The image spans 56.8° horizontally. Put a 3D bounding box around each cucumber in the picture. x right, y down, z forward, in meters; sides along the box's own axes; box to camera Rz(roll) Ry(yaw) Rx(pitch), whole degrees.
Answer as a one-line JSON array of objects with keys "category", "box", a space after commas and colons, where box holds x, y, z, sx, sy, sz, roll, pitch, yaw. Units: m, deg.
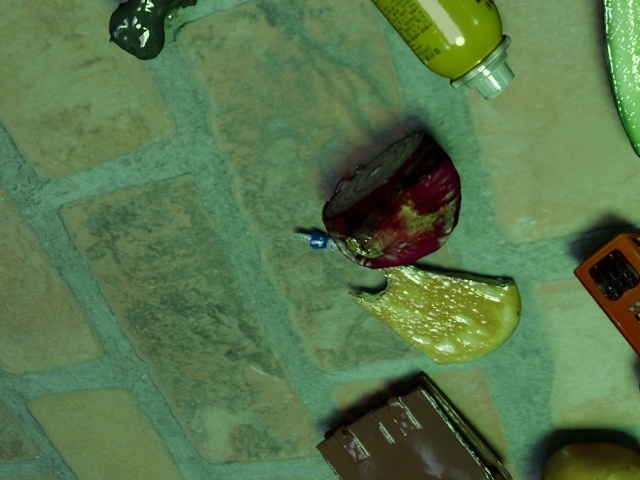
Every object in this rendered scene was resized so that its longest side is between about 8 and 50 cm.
[{"category": "cucumber", "box": [0.379, -0.205, 0.676, 0.115, 0.063, 0.244, -9, 116, 14]}]

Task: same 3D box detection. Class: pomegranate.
[{"category": "pomegranate", "box": [0.447, 0.418, 0.924, 0.208, 0.209, 0.209, 7, 120, 12]}]

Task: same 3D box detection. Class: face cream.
[{"category": "face cream", "box": [0.100, -0.305, 0.673, 0.105, 0.105, 0.349, -36, 104, 29]}]

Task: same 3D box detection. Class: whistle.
[{"category": "whistle", "box": [0.000, 0.000, 0.914, 0.083, 0.029, 0.033, 12, 153, 4]}]

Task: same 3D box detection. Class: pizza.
[{"category": "pizza", "box": [0.172, 0.109, 0.924, 0.261, 0.034, 0.181, 17, 121, 5]}]

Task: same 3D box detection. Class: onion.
[{"category": "onion", "box": [0.091, -0.026, 0.764, 0.195, 0.218, 0.140, -25, 110, 27]}]

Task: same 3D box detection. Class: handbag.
[{"category": "handbag", "box": [0.163, 0.396, 1.028, 0.260, 0.084, 0.276, -41, 87, 28]}]

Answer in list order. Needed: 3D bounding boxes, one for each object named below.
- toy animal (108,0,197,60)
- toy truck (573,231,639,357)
[{"category": "toy animal", "box": [-0.158, -0.377, 0.674, 0.106, 0.168, 0.343, 27, 136, -2]}, {"category": "toy truck", "box": [0.439, 0.111, 0.739, 0.107, 0.114, 0.253, -48, 53, 30]}]
